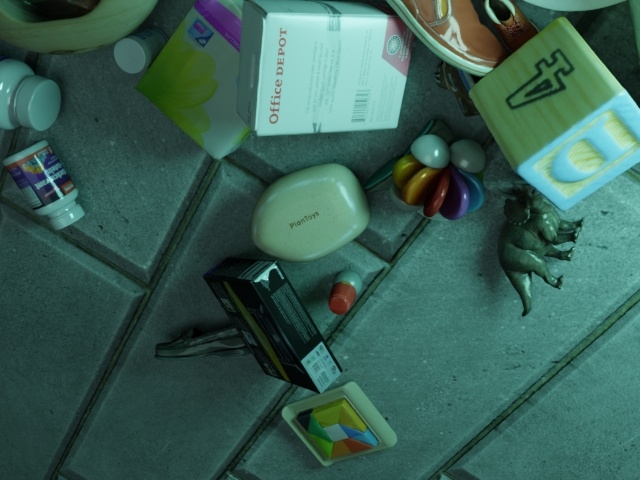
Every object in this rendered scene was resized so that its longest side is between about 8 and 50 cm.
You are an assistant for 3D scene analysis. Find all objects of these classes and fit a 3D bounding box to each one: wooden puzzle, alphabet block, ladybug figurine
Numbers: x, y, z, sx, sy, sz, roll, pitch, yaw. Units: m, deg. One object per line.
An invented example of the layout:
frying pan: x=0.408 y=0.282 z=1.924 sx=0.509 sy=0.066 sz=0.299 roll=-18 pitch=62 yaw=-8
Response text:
wooden puzzle: x=0.045 y=0.485 z=1.668 sx=0.238 sy=0.044 sz=0.221 roll=-29 pitch=107 yaw=27
alphabet block: x=0.397 y=-0.203 z=1.056 sx=0.193 sy=0.197 sz=0.192 roll=-37 pitch=138 yaw=25
ladybug figurine: x=-0.477 y=-0.507 z=1.193 sx=0.449 sy=0.162 sz=0.305 roll=3 pitch=114 yaw=16

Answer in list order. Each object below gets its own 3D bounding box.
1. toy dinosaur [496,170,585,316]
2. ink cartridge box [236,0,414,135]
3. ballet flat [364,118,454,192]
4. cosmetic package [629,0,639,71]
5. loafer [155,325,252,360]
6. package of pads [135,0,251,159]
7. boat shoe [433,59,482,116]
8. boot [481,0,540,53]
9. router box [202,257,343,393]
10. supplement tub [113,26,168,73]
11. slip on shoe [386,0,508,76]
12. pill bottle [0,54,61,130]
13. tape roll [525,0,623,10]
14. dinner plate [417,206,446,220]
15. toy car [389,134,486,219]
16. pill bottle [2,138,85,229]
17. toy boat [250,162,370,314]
toy dinosaur: x=0.419 y=0.003 z=1.274 sx=0.160 sy=0.121 sz=0.314 roll=20 pitch=132 yaw=22
ink cartridge box: x=0.006 y=-0.303 z=1.115 sx=0.282 sy=0.117 sz=0.207 roll=-7 pitch=125 yaw=-25
ballet flat: x=0.176 y=-0.148 z=1.266 sx=0.068 sy=0.072 sz=0.213 roll=39 pitch=121 yaw=-12
cosmetic package: x=0.589 y=-0.321 z=0.948 sx=0.217 sy=0.156 sz=0.385 roll=-18 pitch=126 yaw=21
loafer: x=-0.291 y=0.248 z=1.618 sx=0.267 sy=0.096 sz=0.084 roll=-6 pitch=97 yaw=11
package of pads: x=-0.185 y=-0.328 z=1.252 sx=0.229 sy=0.101 sz=0.296 roll=43 pitch=121 yaw=-8
boat shoe: x=0.241 y=-0.303 z=1.165 sx=0.066 sy=0.066 sz=0.183 roll=-26 pitch=105 yaw=35
boot: x=0.327 y=-0.363 z=1.097 sx=0.059 sy=0.085 sz=0.158 roll=-36 pitch=105 yaw=27
router box: x=-0.111 y=0.186 z=1.457 sx=0.243 sy=0.081 sz=0.309 roll=1 pitch=126 yaw=55
supplement tub: x=-0.350 y=-0.375 z=1.267 sx=0.070 sy=0.107 sz=0.071 roll=7 pitch=119 yaw=12
slip on shoe: x=0.198 y=-0.394 z=1.051 sx=0.331 sy=0.123 sz=0.101 roll=40 pitch=137 yaw=-16
pill bottle: x=-0.706 y=-0.324 z=1.370 sx=0.271 sy=0.152 sz=0.152 roll=18 pitch=121 yaw=7
tape roll: x=0.410 y=-0.554 z=0.975 sx=0.391 sy=0.072 sz=0.392 roll=7 pitch=120 yaw=13
dinner plate: x=0.244 y=-0.101 z=1.305 sx=0.141 sy=0.017 sz=0.141 roll=8 pitch=121 yaw=13
toy car: x=0.226 y=-0.099 z=1.192 sx=0.181 sy=0.136 sz=0.159 roll=4 pitch=135 yaw=-20
pill bottle: x=-0.631 y=-0.125 z=1.484 sx=0.108 sy=0.108 sz=0.194 roll=-17 pitch=113 yaw=23
toy boat: x=0.000 y=0.000 z=1.370 sx=0.267 sy=0.148 sz=0.318 roll=-19 pitch=104 yaw=19
